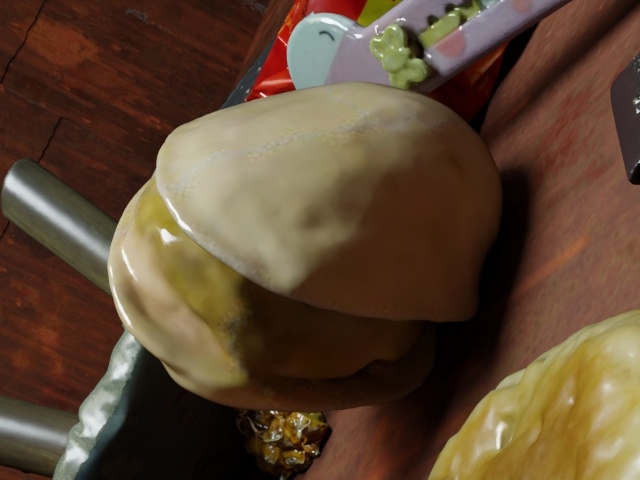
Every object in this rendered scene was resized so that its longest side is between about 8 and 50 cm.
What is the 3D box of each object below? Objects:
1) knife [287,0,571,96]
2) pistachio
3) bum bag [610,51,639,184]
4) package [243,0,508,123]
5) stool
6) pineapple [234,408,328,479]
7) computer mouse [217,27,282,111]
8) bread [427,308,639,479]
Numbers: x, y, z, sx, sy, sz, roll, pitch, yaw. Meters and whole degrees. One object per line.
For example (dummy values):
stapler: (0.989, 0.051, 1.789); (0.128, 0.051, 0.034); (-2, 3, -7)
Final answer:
knife: (0.115, -0.172, 0.902); (0.398, 0.132, 0.038); (-29, 8, 44)
pistachio: (0.000, 0.000, 0.888); (0.321, 0.238, 0.229); (-24, -33, -56)
bum bag: (0.215, -0.113, 0.705); (0.159, 0.026, 0.109); (-56, 13, 30)
package: (0.105, -0.260, 1.086); (0.424, 0.196, 0.123); (-64, 5, 5)
stool: (-0.191, 0.123, 1.173); (0.310, 0.226, 0.310); (-67, -24, -10)
pineapple: (-0.042, 0.144, 1.102); (0.077, 0.114, 0.114); (-49, 7, -32)
computer mouse: (0.004, -0.116, 1.228); (0.323, 0.183, 0.116); (-52, 45, 5)
bread: (0.091, 0.150, 0.420); (0.244, 0.134, 0.244); (-60, 9, 16)
